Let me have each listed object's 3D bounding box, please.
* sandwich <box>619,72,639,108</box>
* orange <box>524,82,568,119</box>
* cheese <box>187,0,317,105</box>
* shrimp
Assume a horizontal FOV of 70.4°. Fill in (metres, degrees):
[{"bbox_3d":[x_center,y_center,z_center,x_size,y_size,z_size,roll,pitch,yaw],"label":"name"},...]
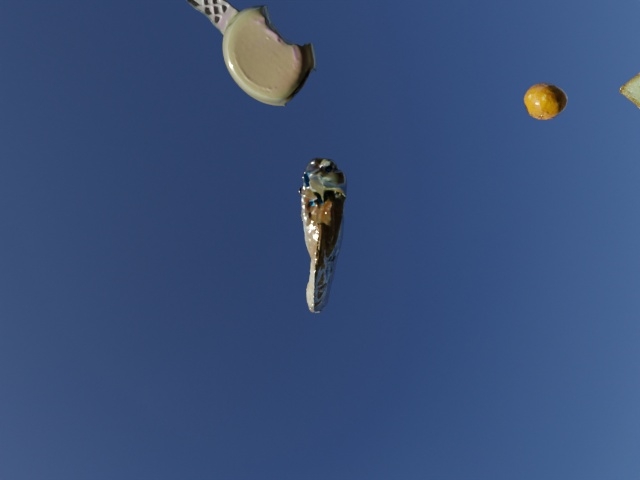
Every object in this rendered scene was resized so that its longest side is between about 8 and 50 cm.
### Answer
[{"bbox_3d":[0.473,-0.201,0.601,0.035,0.093,0.105,-13,-116,-43],"label":"sandwich"},{"bbox_3d":[0.465,-0.287,0.940,0.083,0.083,0.070,8,-81,-22],"label":"orange"},{"bbox_3d":[-0.141,-0.397,0.888,0.286,0.082,0.163,43,-71,-11],"label":"cheese"},{"bbox_3d":[0.000,0.000,1.064,0.109,0.221,0.446,7,-45,6],"label":"shrimp"}]
